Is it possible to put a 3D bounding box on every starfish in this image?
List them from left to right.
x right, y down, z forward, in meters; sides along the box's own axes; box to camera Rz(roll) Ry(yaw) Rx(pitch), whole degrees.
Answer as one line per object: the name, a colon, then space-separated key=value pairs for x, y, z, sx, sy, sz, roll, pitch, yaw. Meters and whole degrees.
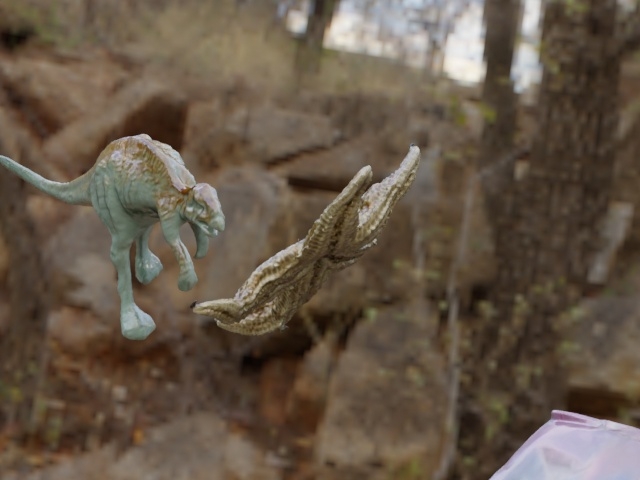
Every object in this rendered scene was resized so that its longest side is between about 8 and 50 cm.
starfish: x=0.000 y=0.000 z=1.594 sx=0.277 sy=0.062 sz=0.236 roll=-26 pitch=-20 yaw=-48

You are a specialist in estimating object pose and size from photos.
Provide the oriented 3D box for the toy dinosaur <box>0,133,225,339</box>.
toy dinosaur: x=-0.194 y=-0.026 z=1.855 sx=0.092 sy=0.205 sz=0.393 roll=-21 pitch=35 yaw=-27

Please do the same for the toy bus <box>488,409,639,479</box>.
toy bus: x=0.045 y=0.248 z=0.705 sx=0.162 sy=0.386 sz=0.171 roll=27 pitch=-24 yaw=50
